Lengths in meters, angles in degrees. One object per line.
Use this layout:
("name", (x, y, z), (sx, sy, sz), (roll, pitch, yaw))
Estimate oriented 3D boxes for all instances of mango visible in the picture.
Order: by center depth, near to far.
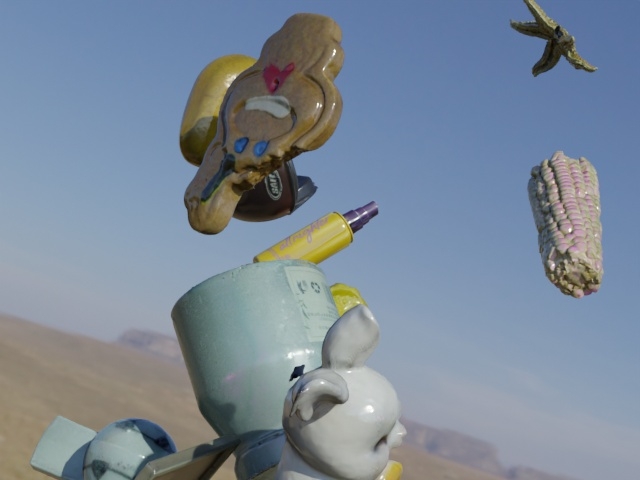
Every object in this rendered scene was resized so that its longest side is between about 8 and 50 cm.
("mango", (-0.145, -0.192, 1.781), (0.137, 0.195, 0.098), (45, -18, -18))

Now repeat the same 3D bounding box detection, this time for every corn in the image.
("corn", (0.420, -0.027, 2.001), (0.127, 0.335, 0.126), (4, -52, 5))

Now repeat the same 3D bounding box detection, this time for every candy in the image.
("candy", (0.007, 0.143, 2.059), (0.106, 0.094, 0.199), (16, -23, -18))

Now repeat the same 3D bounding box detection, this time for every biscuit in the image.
("biscuit", (-0.072, -0.147, 1.512), (0.047, 0.320, 0.183), (30, 14, -46))

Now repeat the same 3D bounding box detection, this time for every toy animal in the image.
("toy animal", (0.018, 0.243, 1.399), (0.154, 0.208, 0.325), (10, -49, 26))

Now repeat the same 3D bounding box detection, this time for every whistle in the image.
("whistle", (-0.327, 0.343, 1.848), (0.290, 0.163, 0.163), (18, -8, 14))

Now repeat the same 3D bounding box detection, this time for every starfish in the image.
("starfish", (0.395, -0.363, 2.062), (0.176, 0.053, 0.208), (55, -16, -26))

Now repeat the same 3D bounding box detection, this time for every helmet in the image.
("helmet", (-0.104, -0.127, 1.944), (0.193, 0.189, 0.216), (-19, 26, -14))

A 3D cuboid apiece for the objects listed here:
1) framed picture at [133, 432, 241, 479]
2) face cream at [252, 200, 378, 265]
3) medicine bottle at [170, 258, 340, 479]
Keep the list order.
("framed picture", (-0.253, 0.388, 1.541), (0.020, 0.324, 0.240), (44, 16, 16))
("face cream", (0.000, 0.000, 2.311), (0.078, 0.273, 0.078), (52, -19, 25))
("medicine bottle", (-0.066, 0.206, 1.709), (0.245, 0.290, 0.245), (-15, -24, -7))
